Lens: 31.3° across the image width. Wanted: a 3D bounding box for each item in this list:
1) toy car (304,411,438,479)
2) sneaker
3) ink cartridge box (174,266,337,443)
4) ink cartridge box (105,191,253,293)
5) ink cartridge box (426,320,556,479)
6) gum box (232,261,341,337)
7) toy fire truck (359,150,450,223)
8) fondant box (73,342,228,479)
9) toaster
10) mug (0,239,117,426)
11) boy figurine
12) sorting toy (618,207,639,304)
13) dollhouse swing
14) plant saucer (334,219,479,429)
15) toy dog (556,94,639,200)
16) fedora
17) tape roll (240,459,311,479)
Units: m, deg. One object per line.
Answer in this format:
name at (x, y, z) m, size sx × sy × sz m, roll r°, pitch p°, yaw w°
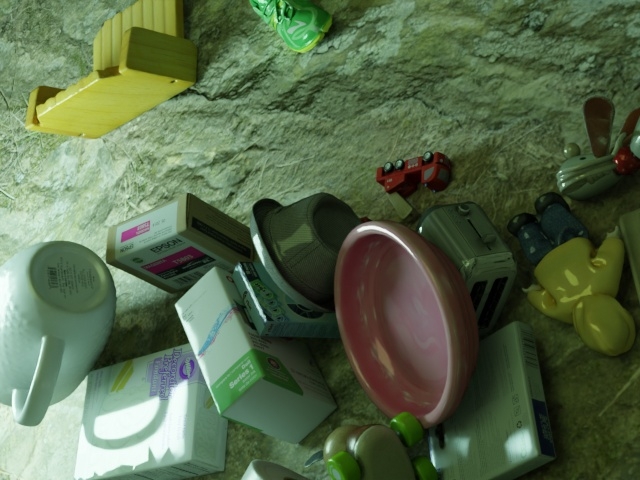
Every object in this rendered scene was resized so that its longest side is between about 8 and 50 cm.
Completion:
toy car at (0.058, 0.347, 1.779) m, size 0.155 × 0.148 × 0.188 m, roll -26°, pitch 15°, yaw -30°
sneaker at (-0.083, -0.490, 2.421) m, size 0.109 × 0.123 × 0.295 m, roll -54°, pitch 44°, yaw 5°
ink cartridge box at (-0.117, 0.202, 2.025) m, size 0.117 × 0.201 × 0.278 m, roll -44°, pitch 45°, yaw 16°
ink cartridge box at (-0.282, 0.011, 2.284) m, size 0.235 × 0.193 × 0.088 m, roll -20°, pitch 56°, yaw 34°
ink cartridge box at (0.253, 0.268, 1.754) m, size 0.224 × 0.045 × 0.223 m, roll -37°, pitch 46°, yaw 42°
gum box at (-0.046, 0.106, 2.026) m, size 0.041 × 0.184 × 0.157 m, roll -63°, pitch 38°, yaw 32°
toy fire truck at (0.144, -0.077, 2.049) m, size 0.192 × 0.047 × 0.135 m, roll -13°, pitch 61°, yaw 37°
fondant box at (-0.326, 0.346, 2.217) m, size 0.330 × 0.096 × 0.238 m, roll -18°, pitch 57°, yaw 34°
toaster at (0.218, 0.059, 1.826) m, size 0.146 × 0.129 × 0.227 m, roll 55°, pitch 139°, yaw 41°
mug at (-0.557, 0.193, 2.295) m, size 0.328 × 0.276 × 0.374 m, roll -48°, pitch 34°, yaw 47°
boy figurine at (0.392, 0.052, 1.723) m, size 0.177 × 0.092 × 0.285 m, roll -42°, pitch 47°, yaw 18°
sorting toy at (0.543, 0.001, 1.650) m, size 0.208 × 0.038 × 0.193 m, roll -26°, pitch 53°, yaw 30°
dollhouse swing at (-0.503, -0.448, 2.679) m, size 0.347 × 0.315 × 0.304 m, roll -22°, pitch 75°, yaw 33°
plant saucer at (0.139, 0.125, 1.779) m, size 0.332 × 0.084 × 0.332 m, roll 32°, pitch 129°, yaw 51°
toy dog at (0.485, -0.197, 1.710) m, size 0.334 × 0.220 × 0.160 m, roll -25°, pitch 75°, yaw 19°
fedora at (0.000, 0.000, 1.974) m, size 0.124 × 0.275 × 0.243 m, roll -37°, pitch 83°, yaw 22°
tape roll at (-0.044, 0.476, 1.781) m, size 0.246 × 0.246 × 0.169 m, roll 31°, pitch 91°, yaw 47°
